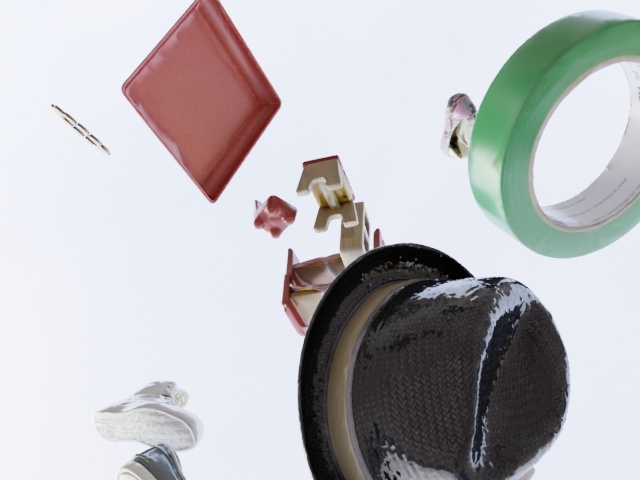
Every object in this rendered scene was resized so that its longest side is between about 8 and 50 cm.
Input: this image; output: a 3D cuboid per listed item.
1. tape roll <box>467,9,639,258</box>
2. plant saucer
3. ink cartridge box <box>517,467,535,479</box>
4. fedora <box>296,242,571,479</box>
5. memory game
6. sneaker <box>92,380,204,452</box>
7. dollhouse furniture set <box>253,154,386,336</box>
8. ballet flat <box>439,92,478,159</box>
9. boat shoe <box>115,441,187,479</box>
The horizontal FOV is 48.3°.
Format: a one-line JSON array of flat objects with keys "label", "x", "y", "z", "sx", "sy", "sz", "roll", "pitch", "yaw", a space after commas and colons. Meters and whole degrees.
[{"label": "tape roll", "x": 0.349, "y": -0.134, "z": 0.942, "sx": 0.321, "sy": 0.321, "sz": 0.077, "roll": -24, "pitch": -146, "yaw": -13}, {"label": "plant saucer", "x": -0.197, "y": -0.239, "z": 1.195, "sx": 0.047, "sy": 0.258, "sz": 0.259, "roll": 6, "pitch": -126, "yaw": 38}, {"label": "ink cartridge box", "x": 0.180, "y": 0.277, "z": 1.031, "sx": 0.231, "sy": 0.134, "sz": 0.078, "roll": 48, "pitch": -118, "yaw": -5}, {"label": "fedora", "x": 0.137, "y": 0.143, "z": 0.700, "sx": 0.334, "sy": 0.152, "sz": 0.334, "roll": 15, "pitch": -116, "yaw": -33}, {"label": "memory game", "x": -0.595, "y": -0.273, "z": 1.772, "sx": 0.186, "sy": 0.186, "sz": 0.012, "roll": 34, "pitch": -101, "yaw": 26}, {"label": "sneaker", "x": -0.317, "y": 0.350, "z": 1.484, "sx": 0.292, "sy": 0.108, "sz": 0.169, "roll": -3, "pitch": -164, "yaw": 36}, {"label": "dollhouse furniture set", "x": 0.000, "y": 0.000, "z": 1.307, "sx": 0.201, "sy": 0.374, "sz": 0.152, "roll": -11, "pitch": -137, "yaw": 16}, {"label": "ballet flat", "x": 0.301, "y": -0.224, "z": 1.527, "sx": 0.077, "sy": 0.221, "sz": 0.079, "roll": -24, "pitch": -116, "yaw": -5}, {"label": "boat shoe", "x": -0.184, "y": 0.454, "z": 1.137, "sx": 0.319, "sy": 0.116, "sz": 0.099, "roll": 44, "pitch": -144, "yaw": 7}]
